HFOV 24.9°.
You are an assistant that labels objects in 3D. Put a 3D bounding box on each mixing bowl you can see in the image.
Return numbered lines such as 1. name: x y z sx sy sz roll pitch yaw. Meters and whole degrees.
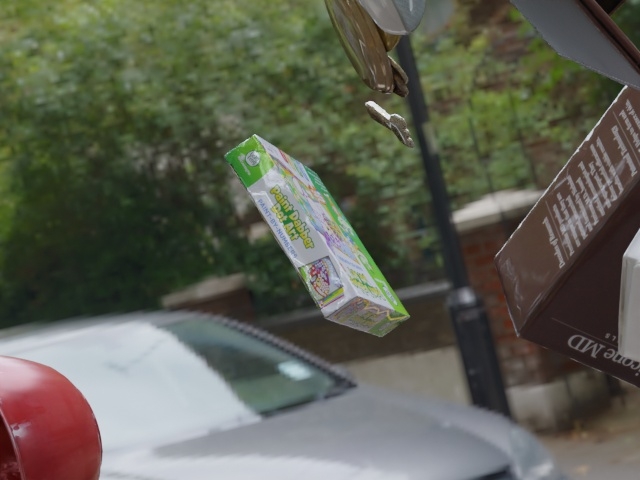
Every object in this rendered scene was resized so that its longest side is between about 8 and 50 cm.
1. mixing bowl: -0.234 0.163 1.122 0.098 0.181 0.181 -14 -1 -40

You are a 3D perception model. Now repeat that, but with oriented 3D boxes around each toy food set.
1. toy food set: 0.042 -0.183 1.236 0.038 0.192 0.132 -26 22 -6

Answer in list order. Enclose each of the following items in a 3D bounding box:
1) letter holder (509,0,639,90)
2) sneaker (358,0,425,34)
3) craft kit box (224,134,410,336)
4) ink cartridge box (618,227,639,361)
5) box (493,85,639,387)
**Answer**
1. letter holder: 0.135 -0.255 0.898 0.152 0.302 0.214 -45 16 6
2. sneaker: 0.001 -0.167 0.734 0.061 0.152 0.054 -20 24 36
3. craft kit box: 0.000 0.000 1.843 0.061 0.246 0.250 -33 -17 11
4. ink cartridge box: 0.286 0.003 0.885 0.148 0.086 0.203 18 45 25
5. box: 0.351 -0.049 1.366 0.191 0.143 0.381 22 -59 -19
